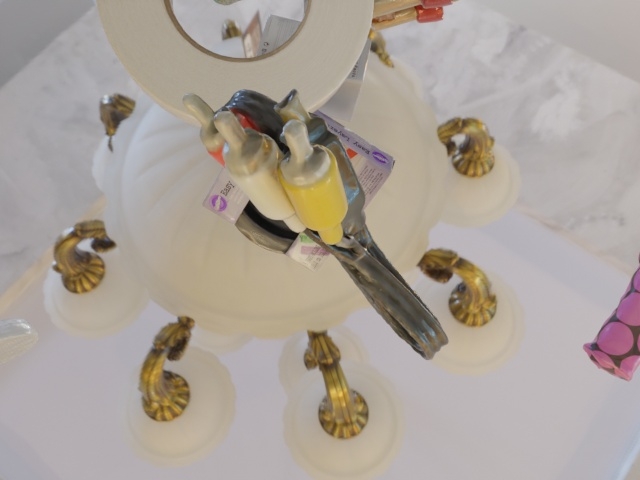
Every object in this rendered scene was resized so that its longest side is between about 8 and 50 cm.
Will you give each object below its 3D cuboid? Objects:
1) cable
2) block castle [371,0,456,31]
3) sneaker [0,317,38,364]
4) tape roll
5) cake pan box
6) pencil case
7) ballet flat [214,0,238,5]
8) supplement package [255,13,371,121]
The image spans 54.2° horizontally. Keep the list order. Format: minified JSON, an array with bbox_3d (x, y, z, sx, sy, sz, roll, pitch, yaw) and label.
[{"bbox_3d":[0.000,0.000,0.448,0.072,0.287,0.139,-46,-135,-17],"label":"cable"},{"bbox_3d":[0.146,-0.650,1.200,0.212,0.303,0.454,-14,-81,9],"label":"block castle"},{"bbox_3d":[-0.579,0.123,0.899,0.292,0.108,0.169,-14,-118,-37],"label":"sneaker"},{"bbox_3d":[-0.118,-0.350,0.896,0.391,0.072,0.393,0,-89,-7],"label":"tape roll"},{"bbox_3d":[-0.045,-0.097,1.078,0.245,0.267,0.070,33,-146,-8],"label":"cake pan box"},{"bbox_3d":[0.491,0.115,0.976,0.095,0.098,0.209,38,-98,-7],"label":"pencil case"},{"bbox_3d":[-0.133,-0.501,1.194,0.072,0.068,0.213,51,-139,-9],"label":"ballet flat"},{"bbox_3d":[-0.016,-0.292,1.064,0.179,0.105,0.105,13,-119,-3],"label":"supplement package"}]
